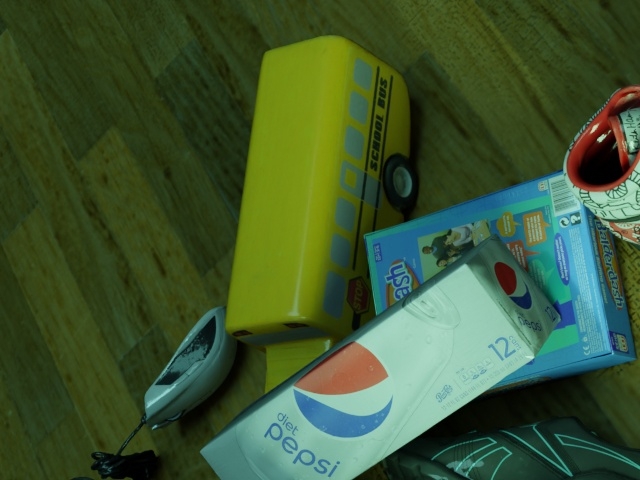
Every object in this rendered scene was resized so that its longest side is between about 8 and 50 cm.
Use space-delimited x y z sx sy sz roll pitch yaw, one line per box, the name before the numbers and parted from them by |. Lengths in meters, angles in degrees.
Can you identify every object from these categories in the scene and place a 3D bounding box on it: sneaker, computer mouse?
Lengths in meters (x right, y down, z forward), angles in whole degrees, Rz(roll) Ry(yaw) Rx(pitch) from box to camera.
sneaker | 0.313 -0.084 1.402 0.270 0.145 0.090 -30 53 26
computer mouse | -0.130 0.145 1.715 0.042 0.106 0.193 35 86 20
sneaker | 0.160 0.190 1.457 0.267 0.101 0.106 11 50 48

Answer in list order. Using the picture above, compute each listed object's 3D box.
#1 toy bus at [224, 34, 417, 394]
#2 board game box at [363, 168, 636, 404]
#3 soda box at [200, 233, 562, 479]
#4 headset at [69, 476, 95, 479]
toy bus | 0.000 0.000 1.637 0.108 0.130 0.332 -9 64 37
board game box | 0.143 0.045 1.532 0.210 0.047 0.160 -18 71 32
soda box | 0.046 0.115 1.479 0.286 0.098 0.091 -36 91 25
headset | -0.120 0.315 1.553 0.394 0.185 0.243 33 92 33
